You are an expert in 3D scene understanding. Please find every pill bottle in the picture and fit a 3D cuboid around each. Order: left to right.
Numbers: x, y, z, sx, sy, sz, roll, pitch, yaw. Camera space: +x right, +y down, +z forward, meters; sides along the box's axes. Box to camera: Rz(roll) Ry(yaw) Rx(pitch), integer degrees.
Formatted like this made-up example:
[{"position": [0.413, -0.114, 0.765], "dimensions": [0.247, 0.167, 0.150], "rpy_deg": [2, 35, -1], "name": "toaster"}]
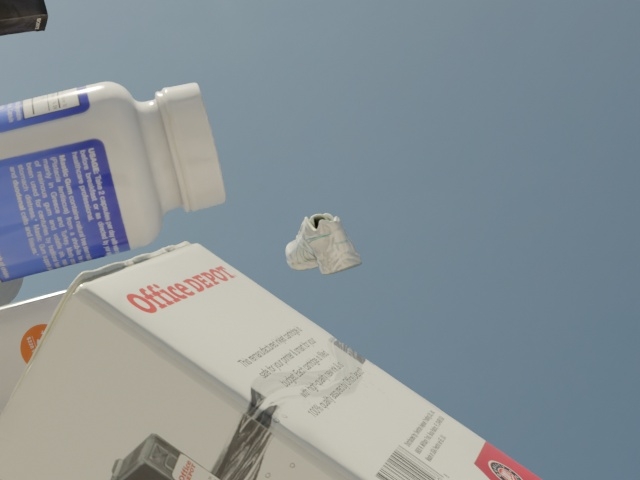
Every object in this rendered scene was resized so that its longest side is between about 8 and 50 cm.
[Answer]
[{"position": [-0.227, -0.053, 1.339], "dimensions": [0.272, 0.152, 0.152], "rpy_deg": [-14, -49, -6], "name": "pill bottle"}]

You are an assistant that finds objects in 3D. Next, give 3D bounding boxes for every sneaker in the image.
[{"position": [0.000, 0.000, 1.617], "dimensions": [0.152, 0.054, 0.061], "rpy_deg": [1, -72, 68], "name": "sneaker"}]

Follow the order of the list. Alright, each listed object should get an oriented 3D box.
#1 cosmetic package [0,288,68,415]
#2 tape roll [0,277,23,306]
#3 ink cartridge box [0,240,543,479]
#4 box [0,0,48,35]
[{"position": [-0.298, 0.255, 1.488], "dimensions": [0.097, 0.284, 0.377], "rpy_deg": [-14, -89, 66], "name": "cosmetic package"}, {"position": [-0.458, -0.010, 1.882], "dimensions": [0.072, 0.219, 0.219], "rpy_deg": [-17, -61, 20], "name": "tape roll"}, {"position": [-0.016, 0.127, 0.813], "dimensions": [0.273, 0.197, 0.114], "rpy_deg": [35, -78, 8], "name": "ink cartridge box"}, {"position": [-0.279, -0.224, 1.138], "dimensions": [0.029, 0.116, 0.162], "rpy_deg": [131, -56, -64], "name": "box"}]
